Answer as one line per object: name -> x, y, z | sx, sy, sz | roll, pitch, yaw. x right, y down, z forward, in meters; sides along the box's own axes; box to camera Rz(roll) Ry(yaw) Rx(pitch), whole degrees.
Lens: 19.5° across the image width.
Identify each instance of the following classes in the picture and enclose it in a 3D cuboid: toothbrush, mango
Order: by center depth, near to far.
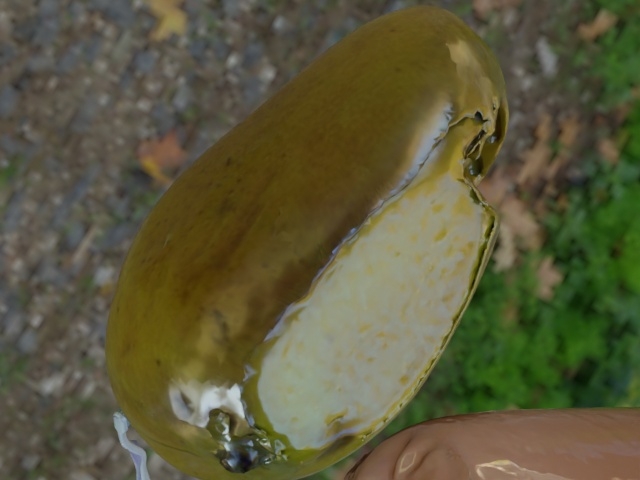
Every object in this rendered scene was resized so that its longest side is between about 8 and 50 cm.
mango -> 0.000, 0.000, 0.914 | 0.262, 0.167, 0.130 | -49, 134, -3
toothbrush -> -0.102, 0.119, 1.027 | 0.013, 0.011, 0.131 | -49, 162, -21

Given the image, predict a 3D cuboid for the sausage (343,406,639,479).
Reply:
sausage -> 0.115, 0.089, 0.536 | 0.289, 0.086, 0.086 | 6, 116, -40
